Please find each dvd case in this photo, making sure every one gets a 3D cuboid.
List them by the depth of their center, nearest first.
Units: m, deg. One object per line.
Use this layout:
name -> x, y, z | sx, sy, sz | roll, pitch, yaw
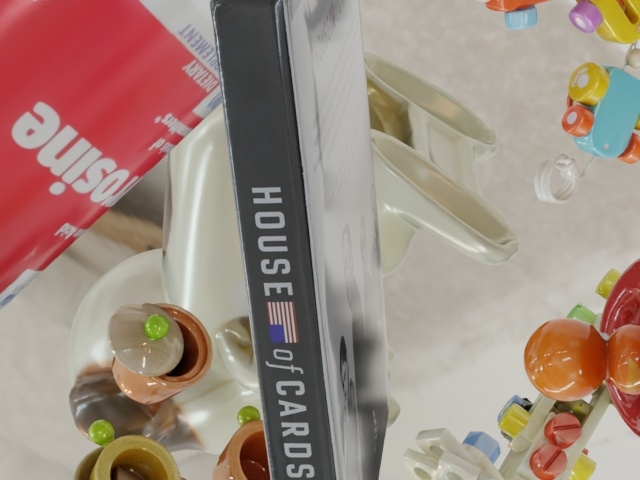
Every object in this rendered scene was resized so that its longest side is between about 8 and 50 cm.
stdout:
dvd case -> 0.000, 0.000, 0.575 | 0.030, 0.179, 0.238 | -3, 113, 8

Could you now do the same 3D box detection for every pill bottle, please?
pill bottle -> -0.244, -0.079, 1.009 | 0.229, 0.408, 0.229 | 47, -176, -4

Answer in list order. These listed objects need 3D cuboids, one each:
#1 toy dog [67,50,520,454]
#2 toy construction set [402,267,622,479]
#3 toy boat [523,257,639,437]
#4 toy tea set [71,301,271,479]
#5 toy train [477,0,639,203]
toy dog -> -0.070, 0.031, 1.378 | 0.395, 0.284, 0.408 | 26, 115, -23
toy construction set -> 0.209, 0.171, 1.377 | 0.151, 0.328, 0.215 | 49, 149, 9
toy boat -> 0.219, 0.084, 1.075 | 0.151, 0.231, 0.151 | 1, 94, 6
toy tea set -> -0.067, 0.193, 1.178 | 0.336, 0.200, 0.124 | 49, 139, 4
toy train -> 0.140, -0.112, 0.900 | 0.046, 0.125, 0.166 | 23, 131, 57
